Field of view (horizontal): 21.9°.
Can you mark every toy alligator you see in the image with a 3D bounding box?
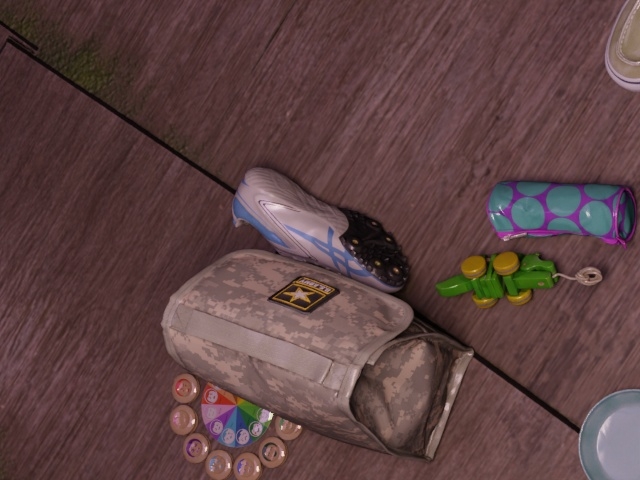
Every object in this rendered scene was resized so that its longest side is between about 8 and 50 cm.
[{"bbox_3d":[0.218,0.033,1.801,0.190,0.056,0.051,-7,38,25],"label":"toy alligator"}]

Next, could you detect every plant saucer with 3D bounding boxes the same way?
[{"bbox_3d":[0.330,0.216,1.730,0.119,0.021,0.119,-5,79,25],"label":"plant saucer"}]

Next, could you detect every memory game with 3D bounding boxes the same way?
[{"bbox_3d":[-0.099,0.193,1.952,0.186,0.012,0.186,-4,80,26],"label":"memory game"}]

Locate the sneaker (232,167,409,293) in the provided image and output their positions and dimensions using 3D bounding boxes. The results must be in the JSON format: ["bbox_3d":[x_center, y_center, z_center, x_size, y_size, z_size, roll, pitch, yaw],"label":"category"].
[{"bbox_3d":[0.000,0.000,1.903,0.237,0.085,0.086,32,123,23],"label":"sneaker"}]

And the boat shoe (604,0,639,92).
[{"bbox_3d":[0.402,-0.287,1.733,0.109,0.094,0.302,44,102,25],"label":"boat shoe"}]

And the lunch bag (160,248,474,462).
[{"bbox_3d":[-0.004,0.117,1.756,0.235,0.287,0.168,20,87,26],"label":"lunch bag"}]

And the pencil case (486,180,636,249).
[{"bbox_3d":[0.259,-0.028,1.780,0.152,0.064,0.070,1,67,27],"label":"pencil case"}]
